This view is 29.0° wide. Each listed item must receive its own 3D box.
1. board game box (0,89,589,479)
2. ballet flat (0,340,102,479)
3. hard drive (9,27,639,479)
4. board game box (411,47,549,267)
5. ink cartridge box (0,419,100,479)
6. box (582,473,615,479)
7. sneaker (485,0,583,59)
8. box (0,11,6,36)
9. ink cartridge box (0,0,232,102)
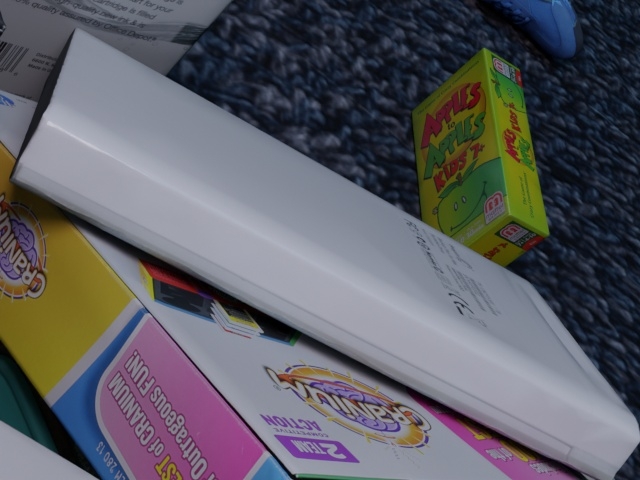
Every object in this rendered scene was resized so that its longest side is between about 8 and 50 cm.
[{"bbox_3d":[-0.043,0.044,0.607,0.242,0.064,0.316,17,20,-49],"label":"board game box"},{"bbox_3d":[-0.071,0.196,0.549,0.123,0.123,0.348,4,54,-44],"label":"ballet flat"},{"bbox_3d":[0.000,0.000,0.629,0.308,0.040,0.203,28,14,-16],"label":"hard drive"},{"bbox_3d":[0.123,-0.057,0.985,0.043,0.092,0.181,25,43,-28],"label":"board game box"},{"bbox_3d":[-0.215,0.116,0.372,0.307,0.223,0.129,36,36,-18],"label":"ink cartridge box"},{"bbox_3d":[0.064,0.176,0.718,0.275,0.094,0.113,-23,75,-52],"label":"box"},{"bbox_3d":[0.184,-0.258,1.261,0.082,0.069,0.209,-42,102,-21],"label":"sneaker"},{"bbox_3d":[-0.265,-0.152,0.587,0.103,0.184,0.261,0,58,-47],"label":"box"},{"bbox_3d":[-0.141,-0.155,0.697,0.153,0.208,0.086,12,50,-41],"label":"ink cartridge box"}]
